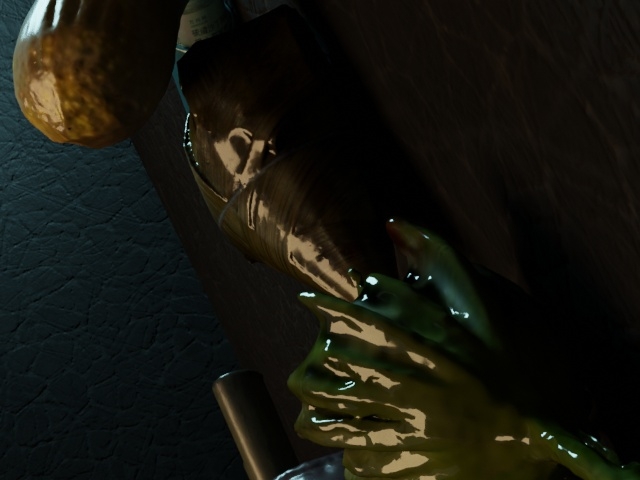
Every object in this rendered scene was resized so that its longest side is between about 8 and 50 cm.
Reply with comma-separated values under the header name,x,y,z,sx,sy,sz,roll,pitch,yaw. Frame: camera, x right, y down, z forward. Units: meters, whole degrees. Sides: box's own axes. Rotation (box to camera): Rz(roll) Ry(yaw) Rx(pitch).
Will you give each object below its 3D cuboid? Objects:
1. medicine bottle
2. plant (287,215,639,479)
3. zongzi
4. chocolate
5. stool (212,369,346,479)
name,x,y,z,sx,sy,sz,roll,pitch,yaw
medicine bottle,-0.109,-0.159,1.398,0.124,0.079,0.258,53,165,48
plant,0.133,0.087,0.735,0.251,0.180,0.333,40,156,-18
zongzi,0.000,0.000,1.093,0.300,0.138,0.286,58,171,28
chocolate,-0.162,-0.208,1.068,0.134,0.134,0.309,83,-161,-61
stool,0.020,0.228,1.255,0.272,0.272,0.178,78,177,-54
